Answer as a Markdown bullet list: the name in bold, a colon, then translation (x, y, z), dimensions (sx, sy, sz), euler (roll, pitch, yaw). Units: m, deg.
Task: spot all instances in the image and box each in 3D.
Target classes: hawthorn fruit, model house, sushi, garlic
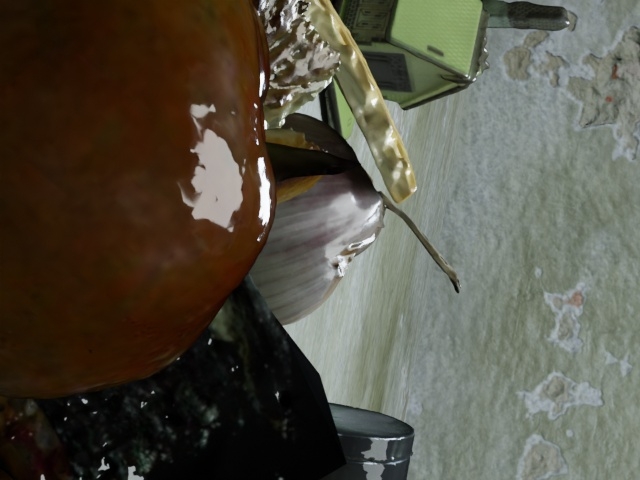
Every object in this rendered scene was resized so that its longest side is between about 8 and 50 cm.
- **hawthorn fruit**: translation (-0.131, -0.052, 0.926), dimensions (0.268, 0.301, 0.268), euler (3, 90, -81)
- **model house**: translation (0.156, -0.235, 2.285), dimensions (0.205, 0.278, 0.218), euler (77, 23, -58)
- **sushi**: translation (-0.143, 0.067, 1.137), dimensions (0.227, 0.212, 0.215), euler (64, -18, -10)
- **garlic**: translation (0.000, 0.000, 1.857), dimensions (0.207, 0.256, 0.207), euler (-52, -157, 32)

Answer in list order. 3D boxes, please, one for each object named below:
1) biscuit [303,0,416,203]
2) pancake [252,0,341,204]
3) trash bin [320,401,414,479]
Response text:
- **biscuit**: translation (0.010, -0.191, 1.809), dimensions (0.309, 0.040, 0.204), euler (60, 5, -14)
- **pancake**: translation (-0.083, -0.099, 1.316), dimensions (0.257, 0.056, 0.212), euler (-28, 122, -29)
- **trash bin**: translation (-0.018, 0.336, 2.040), dimensions (0.252, 0.203, 0.301), euler (5, 96, -51)
